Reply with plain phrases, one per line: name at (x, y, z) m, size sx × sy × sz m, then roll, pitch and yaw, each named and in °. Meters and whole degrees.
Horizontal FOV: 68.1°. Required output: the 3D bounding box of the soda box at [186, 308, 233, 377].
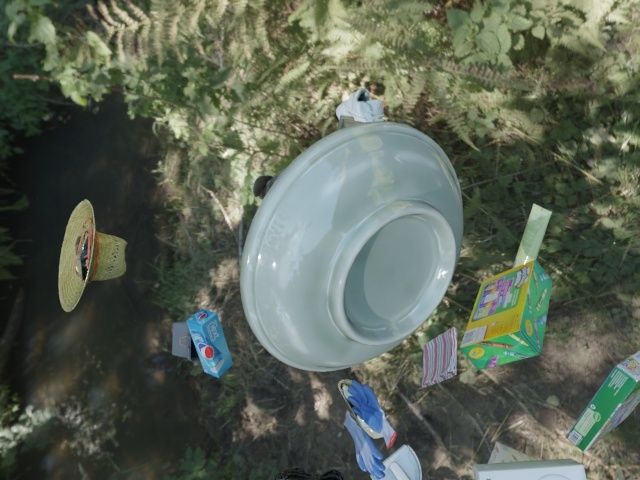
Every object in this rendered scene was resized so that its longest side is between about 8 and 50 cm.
soda box at (-0.339, 0.318, 1.463) m, size 0.067 × 0.071 × 0.210 m, roll 10°, pitch 124°, yaw 33°

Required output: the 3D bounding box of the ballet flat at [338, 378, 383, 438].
ballet flat at (0.094, 0.408, 1.149) m, size 0.057 × 0.052 × 0.168 m, roll -44°, pitch 52°, yaw 2°

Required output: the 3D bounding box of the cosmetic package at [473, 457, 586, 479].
cosmetic package at (0.595, 0.811, 1.291) m, size 0.285 × 0.097 × 0.376 m, roll -7°, pitch 75°, yaw 6°

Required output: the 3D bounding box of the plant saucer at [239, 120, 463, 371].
plant saucer at (0.086, 0.036, 0.687) m, size 0.101 × 0.401 × 0.400 m, roll 33°, pitch 108°, yaw 51°

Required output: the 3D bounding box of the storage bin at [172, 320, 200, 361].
storage bin at (-0.431, 0.319, 1.533) m, size 0.091 × 0.098 × 0.135 m, roll -2°, pitch 86°, yaw 25°

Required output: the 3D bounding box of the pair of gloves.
pair of gloves at (0.096, 0.401, 0.997) m, size 0.159 × 0.023 × 0.198 m, roll 47°, pitch 136°, yaw 47°

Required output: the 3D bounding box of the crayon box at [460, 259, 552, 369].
crayon box at (0.468, 0.181, 1.182) m, size 0.081 × 0.278 × 0.165 m, roll 49°, pitch 134°, yaw -9°

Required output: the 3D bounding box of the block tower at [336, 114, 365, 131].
block tower at (0.091, -0.125, 0.872) m, size 0.335 × 0.097 × 0.090 m, roll -101°, pitch 22°, yaw -54°

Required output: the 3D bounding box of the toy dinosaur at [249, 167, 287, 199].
toy dinosaur at (-0.099, -0.160, 1.466) m, size 0.314 × 0.121 × 0.160 m, roll -19°, pitch 92°, yaw 32°

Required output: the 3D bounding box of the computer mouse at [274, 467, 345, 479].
computer mouse at (-0.020, 0.620, 0.971) m, size 0.072 × 0.189 × 0.272 m, roll -17°, pitch 59°, yaw 50°

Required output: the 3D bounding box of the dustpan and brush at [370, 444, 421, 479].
dustpan and brush at (0.251, 0.699, 1.349) m, size 0.147 × 0.060 × 0.211 m, roll -34°, pitch 48°, yaw -11°

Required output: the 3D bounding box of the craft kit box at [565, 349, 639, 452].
craft kit box at (0.731, 0.370, 1.146) m, size 0.061 × 0.247 × 0.249 m, roll 41°, pitch 130°, yaw 39°

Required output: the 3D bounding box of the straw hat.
straw hat at (-0.274, 0.021, 0.590) m, size 0.145 × 0.061 × 0.144 m, roll -11°, pitch 75°, yaw 48°

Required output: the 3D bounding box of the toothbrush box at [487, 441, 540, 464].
toothbrush box at (0.715, 0.812, 1.559) m, size 0.284 × 0.206 × 0.122 m, roll 21°, pitch 92°, yaw 9°

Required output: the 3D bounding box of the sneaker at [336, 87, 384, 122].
sneaker at (0.120, -0.289, 1.177) m, size 0.115 × 0.090 × 0.232 m, roll -49°, pitch 56°, yaw 40°

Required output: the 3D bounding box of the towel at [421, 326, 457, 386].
towel at (0.357, 0.358, 1.445) m, size 0.197 × 0.029 × 0.144 m, roll 123°, pitch 162°, yaw -57°

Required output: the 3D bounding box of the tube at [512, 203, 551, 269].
tube at (0.688, 0.007, 1.543) m, size 0.070 × 0.062 × 0.240 m, roll 21°, pitch 112°, yaw 32°
